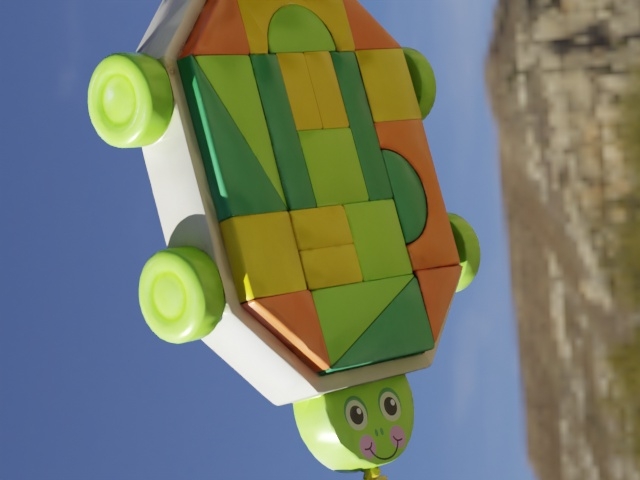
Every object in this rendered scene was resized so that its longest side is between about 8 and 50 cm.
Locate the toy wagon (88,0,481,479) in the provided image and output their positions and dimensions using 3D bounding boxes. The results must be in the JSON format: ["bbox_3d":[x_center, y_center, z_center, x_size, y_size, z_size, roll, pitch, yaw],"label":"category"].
[{"bbox_3d":[0.000,0.000,1.166,0.267,0.068,0.344,-8,-100,-48],"label":"toy wagon"}]
